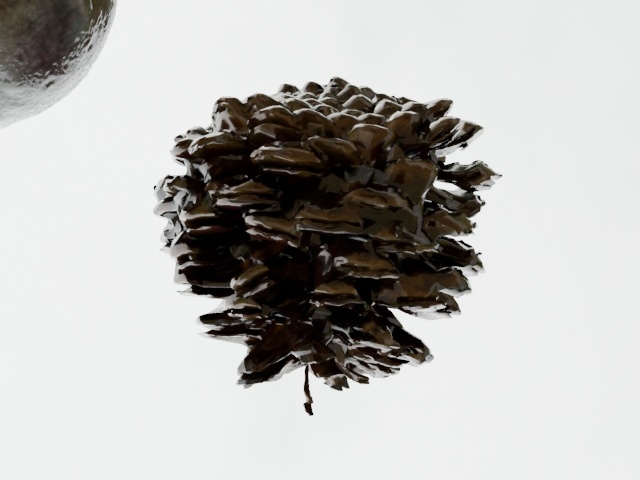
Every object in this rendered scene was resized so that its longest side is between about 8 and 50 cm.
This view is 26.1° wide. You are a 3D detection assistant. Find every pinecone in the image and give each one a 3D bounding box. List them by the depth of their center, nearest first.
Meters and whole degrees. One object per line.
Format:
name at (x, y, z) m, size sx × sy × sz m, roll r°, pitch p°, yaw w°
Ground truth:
pinecone at (0.000, 0.000, 0.862) m, size 0.221 × 0.221 × 0.221 m, roll 13°, pitch -112°, yaw -34°

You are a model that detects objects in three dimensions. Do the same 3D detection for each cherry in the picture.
cherry at (-0.224, -0.158, 0.893) m, size 0.195 × 0.195 × 0.195 m, roll 13°, pitch -112°, yaw -34°
